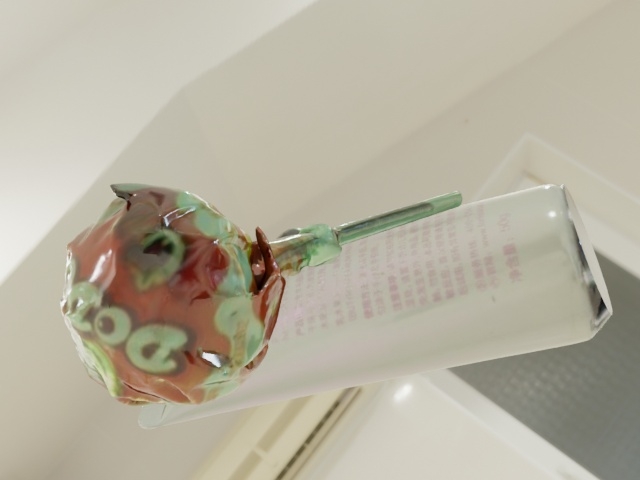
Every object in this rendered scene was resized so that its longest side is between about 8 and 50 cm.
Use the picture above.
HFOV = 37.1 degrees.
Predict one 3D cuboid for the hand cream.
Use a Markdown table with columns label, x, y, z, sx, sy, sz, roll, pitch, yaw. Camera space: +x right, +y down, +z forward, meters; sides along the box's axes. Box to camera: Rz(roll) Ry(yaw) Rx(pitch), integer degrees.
| label | x | y | z | sx | sy | sz | roll | pitch | yaw |
| --- | --- | --- | --- | --- | --- | --- | --- | --- | --- |
| hand cream | 0.037 | 0.051 | 0.744 | 0.186 | 0.358 | 0.118 | -84 | -24 | -50 |

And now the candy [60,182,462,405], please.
| label | x | y | z | sx | sy | sz | roll | pitch | yaw |
| --- | --- | --- | --- | --- | --- | --- | --- | --- | --- |
| candy | -0.001 | -0.002 | 0.442 | 0.287 | 0.078 | 0.084 | -20 | -60 | -53 |
